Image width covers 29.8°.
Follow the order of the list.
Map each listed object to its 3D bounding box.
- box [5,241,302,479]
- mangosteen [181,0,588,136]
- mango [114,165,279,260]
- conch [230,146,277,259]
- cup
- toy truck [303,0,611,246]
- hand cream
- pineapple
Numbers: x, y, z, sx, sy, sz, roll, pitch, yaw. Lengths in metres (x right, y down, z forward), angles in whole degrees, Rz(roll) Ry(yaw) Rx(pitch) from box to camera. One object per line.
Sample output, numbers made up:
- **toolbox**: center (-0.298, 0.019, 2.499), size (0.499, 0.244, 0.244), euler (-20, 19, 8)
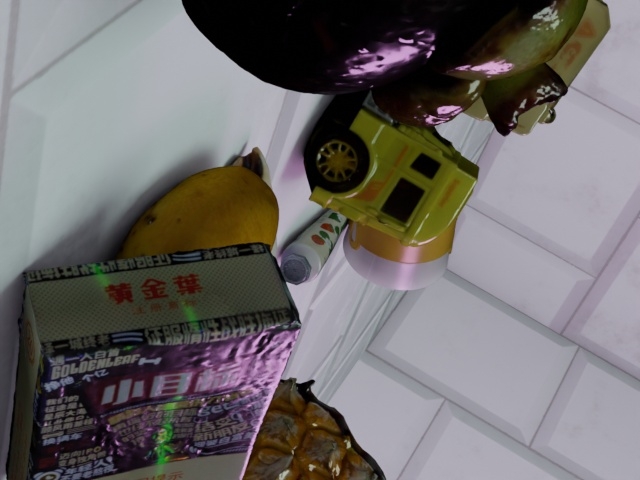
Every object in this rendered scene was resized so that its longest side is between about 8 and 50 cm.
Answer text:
- **box**: center (-0.149, 0.137, 0.994), size (0.198, 0.084, 0.310), euler (-6, 143, -22)
- **mangosteen**: center (0.041, -0.187, 0.712), size (0.233, 0.287, 0.287), euler (-22, 148, -37)
- **mango**: center (-0.106, 0.011, 1.085), size (0.227, 0.109, 0.147), euler (-45, 139, -55)
- **conch**: center (-0.080, -0.001, 1.226), size (0.104, 0.094, 0.176), euler (3, 119, -42)
- **cup**: center (0.141, -0.070, 2.026), size (0.226, 0.185, 0.241), euler (102, -15, -47)
- **toy truck**: center (0.159, -0.186, 1.459), size (0.405, 0.254, 0.180), euler (-59, 175, 13)
- **hand cream**: center (0.000, 0.000, 1.774), size (0.095, 0.059, 0.276), euler (-62, 175, 24)
- **pineapple**: center (-0.111, 0.328, 1.306), size (0.300, 0.352, 0.352), euler (-37, 159, -34)
